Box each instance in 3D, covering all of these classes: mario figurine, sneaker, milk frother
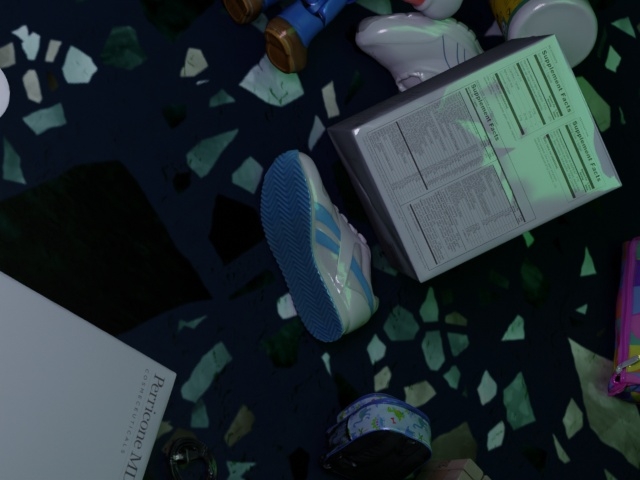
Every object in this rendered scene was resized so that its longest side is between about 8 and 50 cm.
[{"bbox_3d":[0.044,-0.328,2.078,0.320,0.170,0.198,-37,115,-16],"label":"mario figurine"},{"bbox_3d":[0.000,0.000,2.032,0.092,0.087,0.228,-25,102,-44],"label":"sneaker"},{"bbox_3d":[0.165,-0.195,2.175,0.297,0.111,0.129,26,72,-28],"label":"sneaker"},{"bbox_3d":[-0.098,0.280,1.864,0.129,0.135,0.143,-27,101,-67],"label":"milk frother"}]

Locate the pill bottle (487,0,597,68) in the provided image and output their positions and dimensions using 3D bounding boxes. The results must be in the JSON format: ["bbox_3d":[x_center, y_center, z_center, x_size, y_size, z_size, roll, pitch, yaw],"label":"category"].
[{"bbox_3d":[0.278,-0.315,2.223,0.117,0.117,0.208,27,29,-29],"label":"pill bottle"}]

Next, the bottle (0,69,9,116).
[{"bbox_3d":[-0.387,-0.111,1.645,0.092,0.283,0.118,-27,95,-37],"label":"bottle"}]

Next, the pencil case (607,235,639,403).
[{"bbox_3d":[0.445,0.107,2.317,0.104,0.104,0.236,21,67,-31],"label":"pencil case"}]

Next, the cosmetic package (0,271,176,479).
[{"bbox_3d":[-0.342,0.149,1.655,0.385,0.156,0.217,32,65,-41],"label":"cosmetic package"}]

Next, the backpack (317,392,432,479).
[{"bbox_3d":[0.072,0.229,2.010,0.105,0.114,0.084,28,45,-27],"label":"backpack"}]

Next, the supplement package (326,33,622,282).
[{"bbox_3d":[0.177,-0.100,2.037,0.263,0.199,0.198,-26,98,-5],"label":"supplement package"}]

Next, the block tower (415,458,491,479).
[{"bbox_3d":[0.099,0.412,2.005,0.091,0.097,0.335,46,59,-18],"label":"block tower"}]
